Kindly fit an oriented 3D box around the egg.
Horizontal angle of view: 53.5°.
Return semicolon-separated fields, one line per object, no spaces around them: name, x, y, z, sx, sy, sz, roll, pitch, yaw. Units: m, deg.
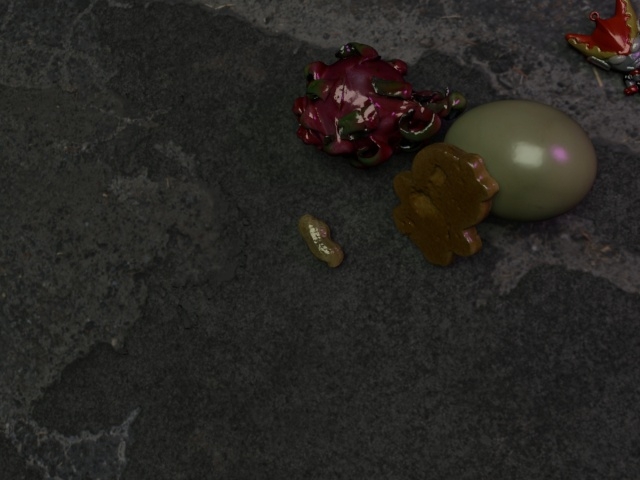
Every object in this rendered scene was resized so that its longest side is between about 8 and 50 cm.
egg;0.303;-0.125;0.991;0.242;0.186;0.186;21;88;30

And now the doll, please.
doll;0.494;-0.306;1.034;0.109;0.057;0.169;-40;87;25

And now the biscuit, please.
biscuit;0.192;-0.060;1.005;0.035;0.249;0.184;-33;67;-27

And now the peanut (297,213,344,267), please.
peanut;0.000;0.000;1.139;0.054;0.054;0.113;-38;75;8

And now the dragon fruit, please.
dragon fruit;0.088;-0.214;1.081;0.273;0.198;0.218;35;48;18
